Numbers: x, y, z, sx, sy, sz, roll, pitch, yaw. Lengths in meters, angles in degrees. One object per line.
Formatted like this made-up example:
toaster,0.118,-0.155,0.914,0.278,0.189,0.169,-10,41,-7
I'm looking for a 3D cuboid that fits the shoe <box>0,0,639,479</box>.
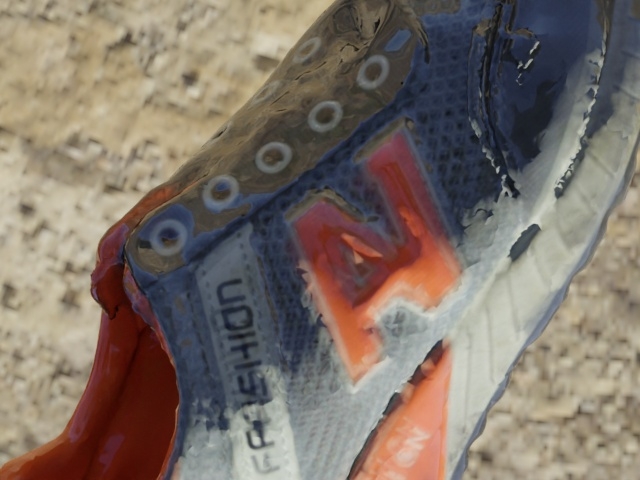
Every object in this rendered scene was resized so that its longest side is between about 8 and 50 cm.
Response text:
shoe,0.000,-0.002,0.391,0.077,0.074,0.194,22,95,-31
